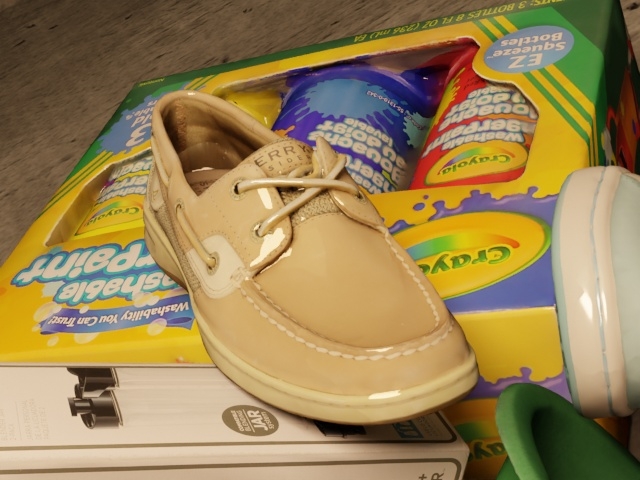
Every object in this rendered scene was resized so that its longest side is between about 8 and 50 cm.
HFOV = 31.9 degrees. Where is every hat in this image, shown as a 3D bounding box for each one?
[{"bbox_3d":[0.083,0.195,0.542,0.183,0.173,0.208,-45,-5,18],"label":"hat"}]

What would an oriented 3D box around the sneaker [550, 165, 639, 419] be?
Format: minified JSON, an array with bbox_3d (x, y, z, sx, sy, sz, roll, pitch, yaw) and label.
[{"bbox_3d":[0.246,0.009,0.587,0.208,0.127,0.319,-5,8,27],"label":"sneaker"}]

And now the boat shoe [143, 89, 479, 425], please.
[{"bbox_3d":[-0.024,-0.005,0.598,0.109,0.098,0.302,-14,28,-23],"label":"boat shoe"}]

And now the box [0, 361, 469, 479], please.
[{"bbox_3d":[-0.088,0.150,0.559,0.290,0.169,0.087,1,24,-21],"label":"box"}]

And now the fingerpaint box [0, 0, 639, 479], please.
[{"bbox_3d":[0.000,0.000,0.832,0.445,0.163,0.371,-7,37,26],"label":"fingerpaint box"}]
